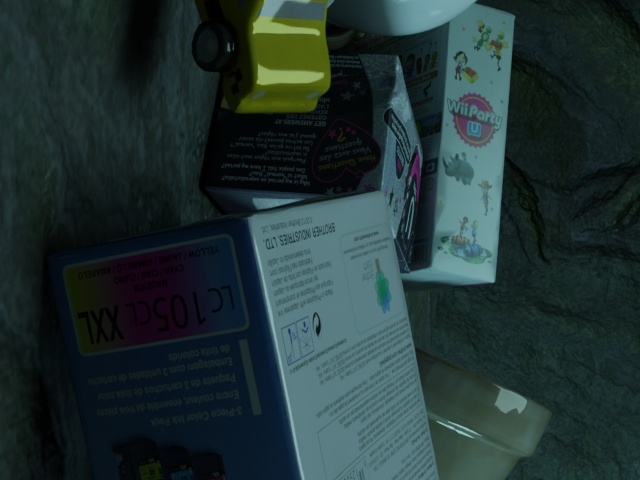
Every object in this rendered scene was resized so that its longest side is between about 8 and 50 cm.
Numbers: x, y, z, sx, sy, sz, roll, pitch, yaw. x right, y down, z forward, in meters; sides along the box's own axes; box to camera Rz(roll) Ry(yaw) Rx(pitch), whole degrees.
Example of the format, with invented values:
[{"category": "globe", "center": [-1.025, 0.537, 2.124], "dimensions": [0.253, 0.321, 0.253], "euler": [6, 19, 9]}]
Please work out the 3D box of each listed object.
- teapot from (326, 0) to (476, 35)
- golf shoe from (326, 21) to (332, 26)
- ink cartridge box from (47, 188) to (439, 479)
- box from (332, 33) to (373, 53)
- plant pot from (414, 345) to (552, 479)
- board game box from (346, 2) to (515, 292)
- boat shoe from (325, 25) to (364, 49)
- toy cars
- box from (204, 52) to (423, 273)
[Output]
[{"category": "teapot", "center": [0.044, -0.292, 1.085], "dimensions": [0.187, 0.256, 0.252], "euler": [-35, -117, 54]}, {"category": "golf shoe", "center": [0.085, -0.347, 1.274], "dimensions": [0.272, 0.120, 0.105], "euler": [-66, 154, -22]}, {"category": "ink cartridge box", "center": [-0.022, 0.175, 0.782], "dimensions": [0.270, 0.151, 0.395], "euler": [-16, 93, -68]}, {"category": "box", "center": [0.038, -0.154, 1.464], "dimensions": [0.159, 0.044, 0.233], "euler": [54, 44, -73]}, {"category": "plant pot", "center": [0.074, 0.265, 1.348], "dimensions": [0.280, 0.323, 0.323], "euler": [-65, 166, -5]}, {"category": "board game box", "center": [0.111, -0.098, 1.284], "dimensions": [0.224, 0.098, 0.303], "euler": [-11, -108, 60]}, {"category": "boat shoe", "center": [0.033, -0.264, 1.337], "dimensions": [0.170, 0.063, 0.059], "euler": [-70, 156, -51]}, {"category": "toy cars", "center": [-0.016, -0.266, 0.840], "dimensions": [0.176, 0.087, 0.393], "euler": [38, 47, -27]}, {"category": "box", "center": [0.007, -0.066, 1.068], "dimensions": [0.247, 0.163, 0.142], "euler": [56, 40, -72]}]
